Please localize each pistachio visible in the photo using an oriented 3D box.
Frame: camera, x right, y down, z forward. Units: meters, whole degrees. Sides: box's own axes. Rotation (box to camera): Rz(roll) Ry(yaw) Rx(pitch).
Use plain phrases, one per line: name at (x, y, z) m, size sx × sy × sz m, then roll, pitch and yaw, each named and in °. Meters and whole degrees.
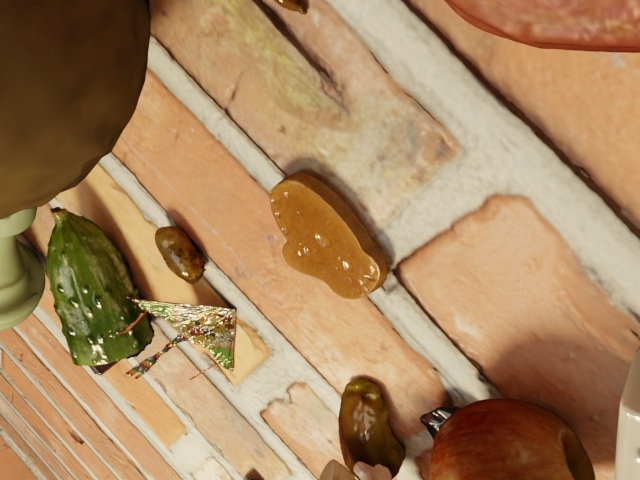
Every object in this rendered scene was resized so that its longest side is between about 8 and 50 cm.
pistachio at (0.055, 0.239, 0.766) m, size 0.089 × 0.049 × 0.173 m, roll 20°, pitch 134°, yaw 31°

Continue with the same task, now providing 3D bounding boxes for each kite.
kite at (-0.203, 0.141, 0.900) m, size 0.244 × 0.006 × 0.198 m, roll -32°, pitch 123°, yaw 31°

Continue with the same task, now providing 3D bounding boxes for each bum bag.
bum bag at (0.142, 0.216, 0.672) m, size 0.057 × 0.034 × 0.125 m, roll -8°, pitch 116°, yaw 32°

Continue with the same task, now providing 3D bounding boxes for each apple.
apple at (0.164, 0.208, 0.557) m, size 0.130 × 0.146 × 0.146 m, roll -17°, pitch 109°, yaw 32°

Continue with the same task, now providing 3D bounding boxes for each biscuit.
biscuit at (0.001, -0.001, 0.640) m, size 0.140 × 0.023 × 0.118 m, roll 53°, pitch 143°, yaw -6°

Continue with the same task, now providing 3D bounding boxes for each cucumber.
cucumber at (-0.337, 0.059, 0.952) m, size 0.134 × 0.134 × 0.245 m, roll 12°, pitch 126°, yaw 38°

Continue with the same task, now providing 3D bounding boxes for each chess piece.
chess piece at (-0.544, 0.001, 1.072) m, size 0.194 × 0.194 × 0.299 m, roll 42°, pitch 133°, yaw 10°

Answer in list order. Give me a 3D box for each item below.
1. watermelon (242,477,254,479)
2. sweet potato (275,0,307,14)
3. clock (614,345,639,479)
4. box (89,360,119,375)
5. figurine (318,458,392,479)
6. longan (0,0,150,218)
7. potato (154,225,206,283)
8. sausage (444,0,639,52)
watermelon at (-0.123, 0.442, 1.102) m, size 0.085 × 0.061 × 0.085 m, roll 17°, pitch 127°, yaw 25°
sweet potato at (-0.050, -0.222, 0.504) m, size 0.115 × 0.026 × 0.026 m, roll 56°, pitch 142°, yaw -6°
clock at (0.325, 0.206, 0.419) m, size 0.262 × 0.116 × 0.231 m, roll 15°, pitch 131°, yaw 38°
box at (-0.410, 0.199, 1.192) m, size 0.085 × 0.060 × 0.063 m, roll 53°, pitch 150°, yaw -5°
figurine at (0.106, 0.349, 0.721) m, size 0.256 × 0.182 × 0.144 m, roll 33°, pitch 171°, yaw -18°
longan at (-0.349, -0.219, 0.517) m, size 0.403 × 0.404 × 0.436 m, roll 21°, pitch 137°, yaw 32°
potato at (-0.178, 0.018, 0.819) m, size 0.051 × 0.040 × 0.083 m, roll -29°, pitch 100°, yaw 47°
sausage at (0.148, -0.150, 0.277) m, size 0.254 × 0.148 × 0.148 m, roll 9°, pitch 127°, yaw 42°
